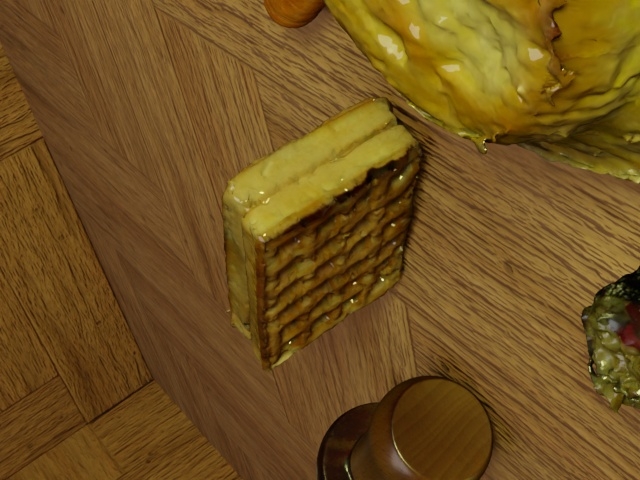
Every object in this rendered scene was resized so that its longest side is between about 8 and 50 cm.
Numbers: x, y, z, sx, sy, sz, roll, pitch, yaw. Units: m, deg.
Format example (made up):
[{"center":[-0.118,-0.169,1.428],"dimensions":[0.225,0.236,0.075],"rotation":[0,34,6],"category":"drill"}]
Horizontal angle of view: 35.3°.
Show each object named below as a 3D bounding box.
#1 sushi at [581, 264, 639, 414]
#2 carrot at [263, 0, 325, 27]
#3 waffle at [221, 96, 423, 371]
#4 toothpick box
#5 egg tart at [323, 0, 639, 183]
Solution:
[{"center":[0.294,0.109,0.741],"dimensions":[0.212,0.115,0.147],"rotation":[41,154,33],"category":"sushi"},{"center":[0.007,-0.253,0.929],"dimensions":[0.061,0.061,0.256],"rotation":[59,157,-7],"category":"carrot"},{"center":[-0.001,-0.001,1.093],"dimensions":[0.091,0.212,0.308],"rotation":[49,159,22],"category":"waffle"},{"center":[0.108,0.287,1.326],"dimensions":[0.192,0.192,0.294],"rotation":[52,154,10],"category":"toothpick box"},{"center":[0.102,-0.202,0.618],"dimensions":[0.443,0.178,0.443],"rotation":[45,158,24],"category":"egg tart"}]
